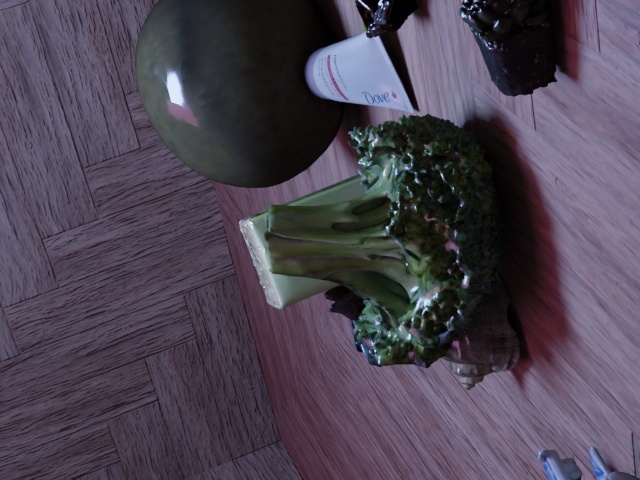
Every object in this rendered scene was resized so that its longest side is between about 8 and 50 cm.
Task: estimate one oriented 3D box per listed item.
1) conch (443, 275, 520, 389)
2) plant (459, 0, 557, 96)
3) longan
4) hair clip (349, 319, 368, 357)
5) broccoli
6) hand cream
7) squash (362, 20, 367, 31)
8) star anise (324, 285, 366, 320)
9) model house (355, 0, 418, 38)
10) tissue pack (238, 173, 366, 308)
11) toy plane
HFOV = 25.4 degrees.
[{"bbox_3d":[0.220,0.113,1.967,0.155,0.130,0.207,15,106,35],"label":"conch"},{"bbox_3d":[0.199,-0.223,1.467,0.092,0.094,0.143,-103,-11,-55],"label":"plant"},{"bbox_3d":[-0.124,-0.263,2.304,0.361,0.361,0.361,159,90,-78],"label":"longan"},{"bbox_3d":[0.059,0.091,2.705,0.083,0.048,0.275,-147,39,-77],"label":"hair clip"},{"bbox_3d":[0.098,-0.012,1.842,0.249,0.302,0.375,-57,-23,-46],"label":"broccoli"},{"bbox_3d":[0.059,-0.245,2.090,0.133,0.083,0.248,60,164,-15],"label":"hand cream"},{"bbox_3d":[0.065,-0.336,2.011,0.027,0.027,0.089,-139,30,-66],"label":"squash"},{"bbox_3d":[0.089,0.109,2.400,0.065,0.195,0.182,-64,-1,11],"label":"star anise"},{"bbox_3d":[0.039,-0.354,1.831,0.203,0.141,0.164,63,156,18],"label":"model house"},{"bbox_3d":[0.000,0.000,2.353,0.125,0.234,0.159,-175,65,-76],"label":"tissue pack"},{"bbox_3d":[0.343,0.360,1.711,0.267,0.122,0.267,158,90,-81],"label":"toy plane"}]
